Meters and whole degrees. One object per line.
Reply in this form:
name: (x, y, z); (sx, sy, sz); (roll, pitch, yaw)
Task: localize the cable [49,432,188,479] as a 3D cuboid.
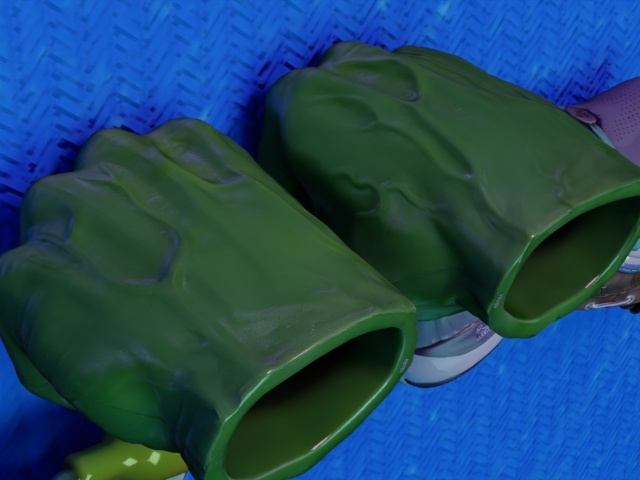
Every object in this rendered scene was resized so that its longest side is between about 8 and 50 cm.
cable: (-0.128, 0.118, 0.693); (0.139, 0.072, 0.287); (-54, 152, 18)

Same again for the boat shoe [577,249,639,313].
boat shoe: (0.176, 0.002, 1.008); (0.183, 0.066, 0.066); (-4, 135, -53)

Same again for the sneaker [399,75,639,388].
sneaker: (0.102, -0.028, 0.872); (0.224, 0.083, 0.098); (-41, 137, -23)

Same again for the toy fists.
toy fists: (0.000, 0.000, 0.715); (0.279, 0.142, 0.096); (-26, 145, -38)
